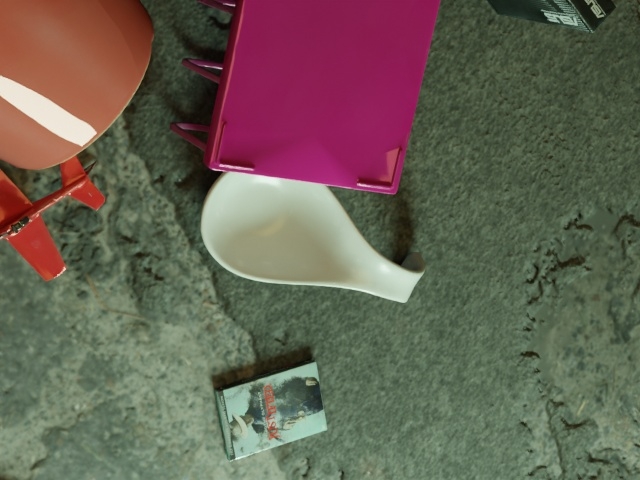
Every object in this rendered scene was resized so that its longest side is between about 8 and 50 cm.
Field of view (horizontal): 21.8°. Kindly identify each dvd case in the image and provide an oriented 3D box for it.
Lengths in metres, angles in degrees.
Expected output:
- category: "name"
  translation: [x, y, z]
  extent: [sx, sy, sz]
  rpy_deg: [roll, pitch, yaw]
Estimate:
- category: "dvd case"
  translation: [-0.054, 0.187, 1.828]
  extent: [0.119, 0.013, 0.087]
  rpy_deg: [-15, 110, -18]

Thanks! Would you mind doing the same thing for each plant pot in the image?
- category: "plant pot"
  translation: [-0.300, -0.206, 1.488]
  extent: [0.275, 0.275, 0.243]
  rpy_deg: [-51, 128, -3]

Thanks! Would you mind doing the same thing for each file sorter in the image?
- category: "file sorter"
  translation: [-0.019, -0.218, 1.638]
  extent: [0.202, 0.182, 0.290]
  rpy_deg: [7, 102, -26]

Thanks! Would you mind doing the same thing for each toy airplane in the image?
- category: "toy airplane"
  translation: [-0.281, -0.032, 1.661]
  extent: [0.151, 0.028, 0.151]
  rpy_deg: [-6, 105, -21]

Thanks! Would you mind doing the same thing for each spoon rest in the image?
- category: "spoon rest"
  translation: [0.000, 0.000, 1.758]
  extent: [0.276, 0.084, 0.137]
  rpy_deg: [23, 102, -28]

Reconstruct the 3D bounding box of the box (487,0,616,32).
- category: "box"
  translation: [0.191, -0.299, 1.703]
  extent: [0.045, 0.191, 0.184]
  rpy_deg: [-45, 117, -9]
